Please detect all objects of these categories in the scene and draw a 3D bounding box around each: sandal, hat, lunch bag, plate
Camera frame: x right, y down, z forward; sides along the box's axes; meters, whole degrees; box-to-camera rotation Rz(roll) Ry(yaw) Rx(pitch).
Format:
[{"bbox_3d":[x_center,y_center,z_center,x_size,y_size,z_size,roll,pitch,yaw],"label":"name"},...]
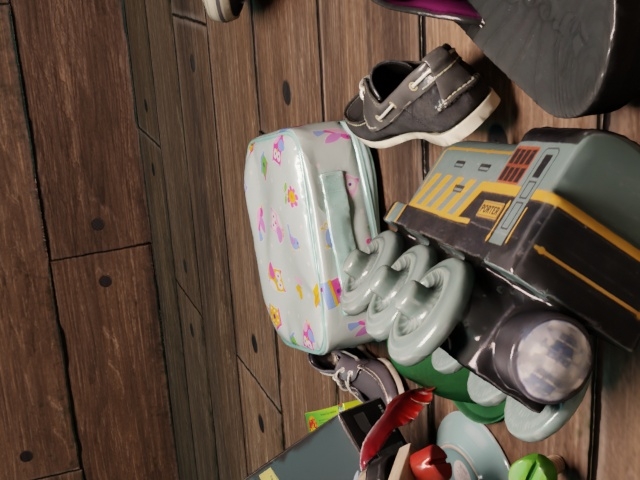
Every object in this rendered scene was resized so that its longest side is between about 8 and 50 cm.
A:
[{"bbox_3d":[0.095,-0.238,0.747,0.446,0.107,0.167,-123,29,-54],"label":"sandal"},{"bbox_3d":[0.067,0.105,0.886,0.208,0.183,0.173,143,115,-69],"label":"hat"},{"bbox_3d":[0.000,0.000,1.149,0.224,0.108,0.279,178,82,-67],"label":"lunch bag"},{"bbox_3d":[0.153,0.268,0.970,0.188,0.024,0.188,170,90,-72],"label":"plate"}]

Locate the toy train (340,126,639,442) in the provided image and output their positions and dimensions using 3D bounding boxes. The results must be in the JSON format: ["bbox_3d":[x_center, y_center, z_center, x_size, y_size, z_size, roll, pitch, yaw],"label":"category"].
[{"bbox_3d":[0.125,0.013,0.684,0.190,0.142,0.334,-57,11,0],"label":"toy train"}]

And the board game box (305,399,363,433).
[{"bbox_3d":[0.032,0.268,1.288,0.181,0.043,0.092,140,119,-68],"label":"board game box"}]

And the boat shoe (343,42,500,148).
[{"bbox_3d":[0.075,-0.135,0.868,0.079,0.084,0.233,43,170,-18],"label":"boat shoe"}]

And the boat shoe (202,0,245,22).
[{"bbox_3d":[-0.098,-0.414,1.173,0.500,0.156,0.187,114,139,-77],"label":"boat shoe"}]

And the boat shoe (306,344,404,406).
[{"bbox_3d":[0.043,0.173,1.176,0.206,0.065,0.075,-143,47,-64],"label":"boat shoe"}]

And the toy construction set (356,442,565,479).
[{"bbox_3d":[0.027,0.312,0.799,0.309,0.237,0.257,-2,92,35],"label":"toy construction set"}]

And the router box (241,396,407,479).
[{"bbox_3d":[0.038,0.357,0.994,0.243,0.081,0.309,-40,71,33],"label":"router box"}]
